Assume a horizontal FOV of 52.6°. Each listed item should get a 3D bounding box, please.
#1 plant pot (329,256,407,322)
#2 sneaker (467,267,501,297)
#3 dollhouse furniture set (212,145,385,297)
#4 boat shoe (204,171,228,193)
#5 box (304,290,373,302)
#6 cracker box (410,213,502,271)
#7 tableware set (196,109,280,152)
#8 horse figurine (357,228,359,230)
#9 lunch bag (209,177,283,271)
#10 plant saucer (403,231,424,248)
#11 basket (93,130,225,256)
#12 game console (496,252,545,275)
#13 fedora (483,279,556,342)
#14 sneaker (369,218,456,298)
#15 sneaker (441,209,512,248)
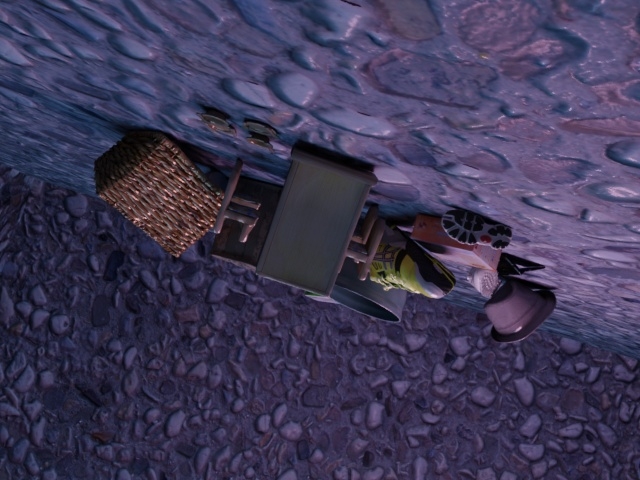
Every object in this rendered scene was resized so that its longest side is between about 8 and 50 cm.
[{"bbox_3d":[0.135,0.093,1.906,0.293,0.196,0.293,24,167,6],"label":"plant pot"},{"bbox_3d":[0.507,0.121,2.061,0.095,0.090,0.235,35,177,26],"label":"sneaker"},{"bbox_3d":[-0.025,-0.081,1.419,0.363,0.256,0.394,19,-165,-8],"label":"dollhouse furniture set"},{"bbox_3d":[-0.307,-0.141,1.859,0.084,0.095,0.258,11,172,12],"label":"boat shoe"},{"bbox_3d":[0.098,0.150,2.158,0.262,0.126,0.231,5,172,11],"label":"box"},{"bbox_3d":[0.334,0.007,1.577,0.156,0.067,0.232,14,174,30],"label":"cracker box"},{"bbox_3d":[-0.155,-0.208,1.222,0.169,0.020,0.141,17,173,4],"label":"tableware set"},{"bbox_3d":[0.010,-0.003,1.994,0.264,0.066,0.174,11,139,-38],"label":"horse figurine"},{"bbox_3d":[-0.122,-0.021,1.762,0.287,0.235,0.169,15,174,15],"label":"lunch bag"},{"bbox_3d":[0.264,-0.002,1.883,0.120,0.021,0.119,17,174,2],"label":"plant saucer"},{"bbox_3d":[-0.390,-0.149,1.647,0.299,0.223,0.213,45,-169,-36],"label":"basket"},{"bbox_3d":[0.529,0.059,1.764,0.107,0.071,0.122,48,170,-3],"label":"game console"},{"bbox_3d":[0.627,0.213,2.118,0.124,0.244,0.275,46,-178,-2],"label":"fedora"},{"bbox_3d":[0.210,0.075,1.616,0.145,0.147,0.384,39,-175,-18],"label":"sneaker"},{"bbox_3d":[0.326,-0.019,1.391,0.170,0.068,0.071,19,179,-21],"label":"sneaker"}]
